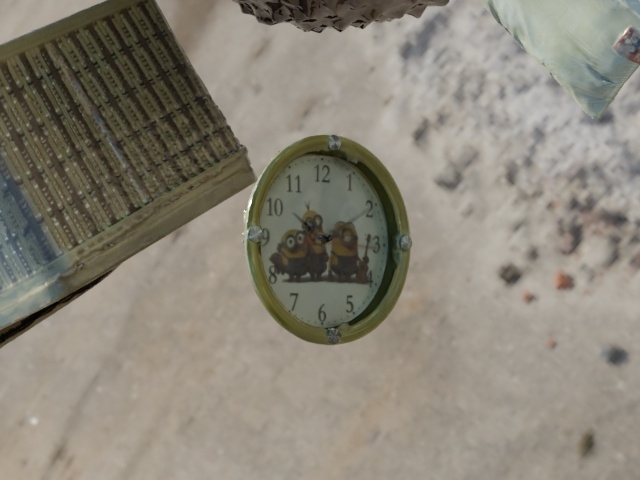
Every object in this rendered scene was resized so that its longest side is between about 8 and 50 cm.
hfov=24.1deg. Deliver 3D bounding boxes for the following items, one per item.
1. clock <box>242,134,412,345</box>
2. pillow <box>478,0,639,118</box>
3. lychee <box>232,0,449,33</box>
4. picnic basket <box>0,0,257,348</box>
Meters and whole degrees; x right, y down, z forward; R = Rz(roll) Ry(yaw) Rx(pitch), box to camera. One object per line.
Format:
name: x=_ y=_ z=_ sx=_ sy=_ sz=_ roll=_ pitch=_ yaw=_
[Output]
clock: x=0.000 y=0.000 z=1.659 sx=0.057 sy=0.237 sz=0.237 roll=-4 pitch=54 yaw=52
pillow: x=0.221 y=-0.230 z=1.416 sx=0.229 sy=0.051 sz=0.128 roll=52 pitch=137 yaw=24
lychee: x=0.014 y=-0.290 z=1.049 sx=0.300 sy=0.300 sz=0.300 roll=-38 pitch=31 yaw=27
picnic basket: x=-0.231 y=-0.019 z=1.079 sx=0.313 sy=0.175 sz=0.228 roll=-25 pitch=7 yaw=40
